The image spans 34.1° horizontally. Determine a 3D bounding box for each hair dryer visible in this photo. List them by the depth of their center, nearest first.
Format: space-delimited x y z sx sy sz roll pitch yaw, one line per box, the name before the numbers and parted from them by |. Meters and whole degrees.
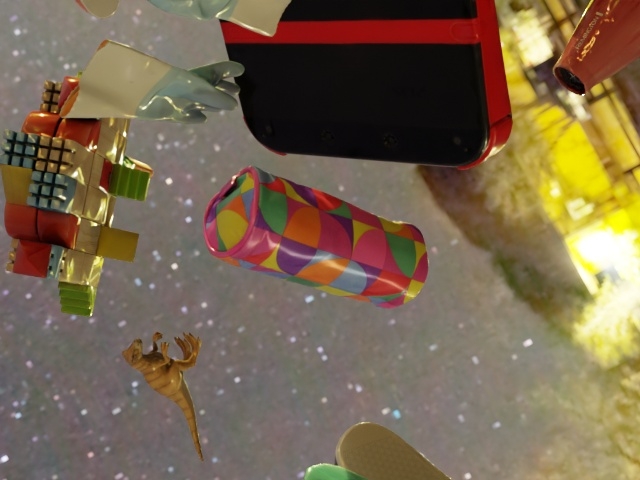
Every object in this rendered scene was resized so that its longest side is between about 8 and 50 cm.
hair dryer | 0.330 -0.202 0.861 0.080 0.294 0.223 52 -153 -37

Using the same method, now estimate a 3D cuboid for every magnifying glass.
magnifying glass | -0.347 -0.136 1.835 0.092 0.026 0.231 48 -173 11

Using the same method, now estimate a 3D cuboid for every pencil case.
pencil case | 0.000 0.000 1.046 0.236 0.104 0.104 19 -141 -37

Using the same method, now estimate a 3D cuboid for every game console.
game console | 0.037 -0.253 1.268 0.060 0.387 0.342 -41 -52 -45

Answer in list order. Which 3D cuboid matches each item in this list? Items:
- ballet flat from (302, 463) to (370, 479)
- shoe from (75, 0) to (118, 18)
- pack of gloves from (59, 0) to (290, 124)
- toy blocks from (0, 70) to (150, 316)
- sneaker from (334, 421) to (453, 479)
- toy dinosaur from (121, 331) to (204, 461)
ballet flat | 0.083 0.302 0.988 0.247 0.087 0.083 54 -144 5
shoe | -0.338 -0.385 1.422 0.178 0.063 0.081 61 168 -22
pack of gloves | -0.100 -0.173 0.943 0.046 0.195 0.232 45 -158 17
toy blocks | -0.379 -0.087 1.520 0.261 0.191 0.381 50 -130 -83
sneaker | 0.126 0.338 1.201 0.296 0.104 0.147 42 155 10
toy dinosaur | -0.198 0.185 1.389 0.112 0.064 0.211 -56 -48 -27
